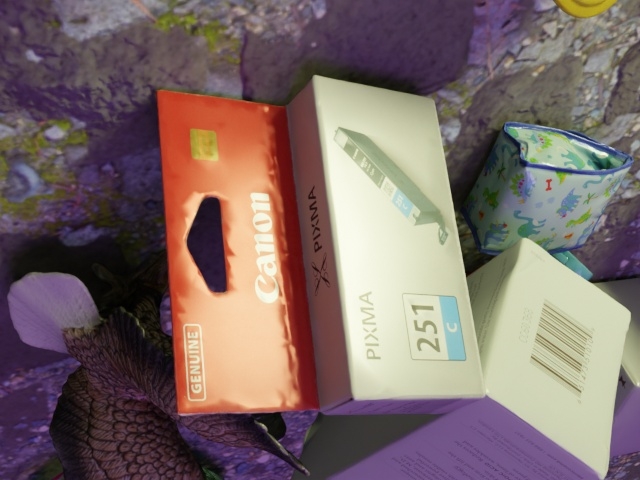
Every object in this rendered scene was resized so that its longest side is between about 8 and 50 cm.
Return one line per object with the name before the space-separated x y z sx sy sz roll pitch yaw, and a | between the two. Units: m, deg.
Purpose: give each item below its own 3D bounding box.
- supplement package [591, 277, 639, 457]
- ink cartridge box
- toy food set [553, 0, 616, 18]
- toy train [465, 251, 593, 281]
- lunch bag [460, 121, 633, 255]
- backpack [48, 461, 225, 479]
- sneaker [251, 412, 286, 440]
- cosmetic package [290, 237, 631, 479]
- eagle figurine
supplement package | 0.478 0.164 1.281 0.293 0.175 0.177 -5 137 -20
ink cartridge box | 0.000 0.000 0.800 0.261 0.296 0.066 4 157 -29
toy food set | 0.192 -0.280 0.777 0.218 0.071 0.128 31 92 -45
toy train | 0.215 0.036 1.099 0.248 0.105 0.143 35 97 -37
lunch bag | 0.250 -0.051 1.012 0.151 0.096 0.129 7 131 -17
backpack | -0.234 0.375 1.176 0.225 0.191 0.253 -29 133 8
sneaker | -0.064 0.194 1.156 0.089 0.051 0.170 -29 135 13
cosmetic package | 0.135 0.192 1.017 0.156 0.217 0.385 35 139 -10
eagle figurine | -0.153 0.149 0.881 0.225 0.298 0.226 -20 139 -3
